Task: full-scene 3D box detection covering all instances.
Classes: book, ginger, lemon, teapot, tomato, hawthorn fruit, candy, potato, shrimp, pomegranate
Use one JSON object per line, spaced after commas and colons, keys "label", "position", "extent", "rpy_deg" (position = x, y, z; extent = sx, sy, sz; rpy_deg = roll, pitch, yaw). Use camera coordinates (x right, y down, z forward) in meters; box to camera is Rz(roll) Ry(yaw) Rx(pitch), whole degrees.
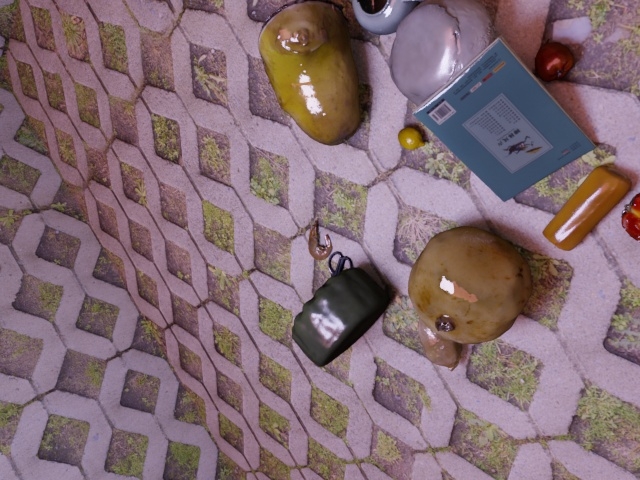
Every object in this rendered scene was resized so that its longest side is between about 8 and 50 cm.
{"label": "book", "position": [0.456, -0.278, 1.071], "extent": [0.379, 0.031, 0.264], "rpy_deg": [38, 134, -18]}
{"label": "ginger", "position": [0.398, 0.303, 1.399], "extent": [0.152, 0.138, 0.267], "rpy_deg": [6, 107, 30]}
{"label": "lemon", "position": [0.273, -0.306, 1.287], "extent": [0.092, 0.065, 0.065], "rpy_deg": [35, 126, 19]}
{"label": "teapot", "position": [0.173, -0.670, 1.170], "extent": [0.294, 0.129, 0.193], "rpy_deg": [22, 121, 29]}
{"label": "tomato", "position": [0.788, -0.064, 0.984], "extent": [0.139, 0.091, 0.159], "rpy_deg": [38, 155, 30]}
{"label": "hawthorn fruit", "position": [0.554, -0.433, 1.022], "extent": [0.081, 0.081, 0.093], "rpy_deg": [-37, 56, 41]}
{"label": "candy", "position": [0.318, -0.480, 1.106], "extent": [0.295, 0.185, 0.295], "rpy_deg": [32, 137, 35]}
{"label": "potato", "position": [0.013, -0.455, 1.246], "extent": [0.296, 0.290, 0.397], "rpy_deg": [64, 172, 7]}
{"label": "shrimp", "position": [-0.003, 0.003, 1.637], "extent": [0.095, 0.045, 0.162], "rpy_deg": [15, 115, 32]}
{"label": "pomegranate", "position": [0.411, 0.128, 1.205], "extent": [0.332, 0.332, 0.332], "rpy_deg": [15, 117, 32]}

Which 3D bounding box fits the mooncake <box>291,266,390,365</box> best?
{"label": "mooncake", "position": [0.062, 0.262, 1.496], "extent": [0.194, 0.356, 0.356], "rpy_deg": [46, 129, 20]}

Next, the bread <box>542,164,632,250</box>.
{"label": "bread", "position": [0.667, -0.072, 1.081], "extent": [0.092, 0.074, 0.239], "rpy_deg": [35, 126, 15]}

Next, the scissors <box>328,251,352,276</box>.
{"label": "scissors", "position": [0.056, 0.180, 1.682], "extent": [0.109, 0.022, 0.300], "rpy_deg": [31, 125, 28]}
